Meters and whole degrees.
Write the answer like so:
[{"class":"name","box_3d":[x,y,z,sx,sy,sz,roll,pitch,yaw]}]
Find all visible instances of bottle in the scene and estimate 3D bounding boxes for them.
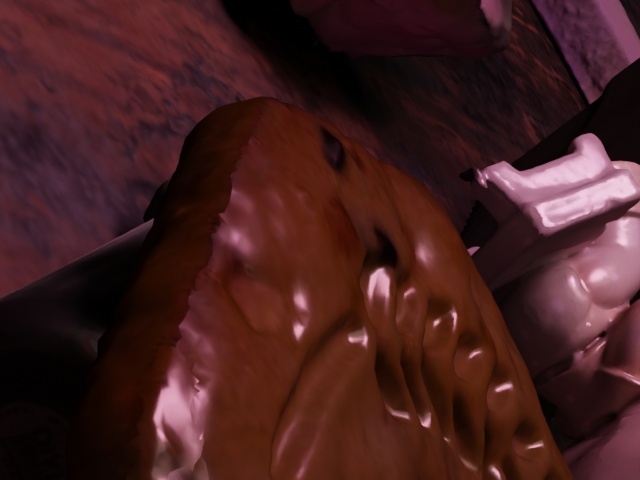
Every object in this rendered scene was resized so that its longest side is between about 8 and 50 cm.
[{"class":"bottle","box_3d":[-0.044,0.025,0.561,0.096,0.079,0.254,33,20,9]}]

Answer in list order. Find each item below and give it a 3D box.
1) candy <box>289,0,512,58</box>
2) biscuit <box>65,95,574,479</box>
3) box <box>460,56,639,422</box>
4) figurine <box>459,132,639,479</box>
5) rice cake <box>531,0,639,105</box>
[{"class":"candy","box_3d":[0.042,-0.237,0.931,0.155,0.116,0.265,36,52,-74]},{"class":"biscuit","box_3d":[0.035,0.132,0.494,0.359,0.046,0.359,50,30,-45]},{"class":"box","box_3d":[0.176,-0.022,0.982,0.138,0.178,0.274,55,20,-6]},{"class":"figurine","box_3d":[0.129,0.093,0.744,0.144,0.182,0.256,-6,65,-50]},{"class":"rice cake","box_3d":[0.266,-0.119,1.502,0.070,0.064,0.399,13,47,-54]}]
